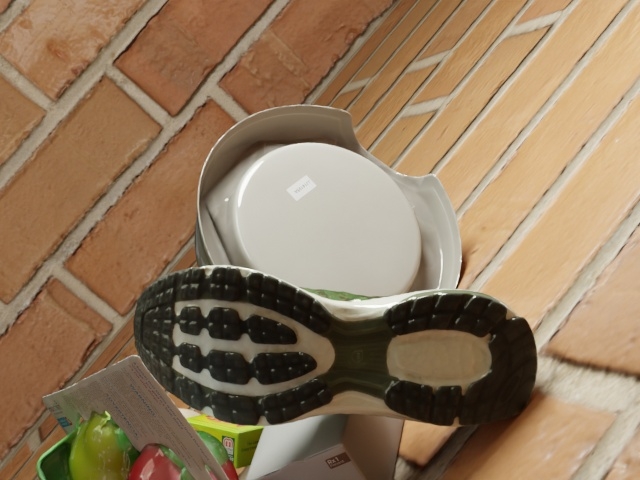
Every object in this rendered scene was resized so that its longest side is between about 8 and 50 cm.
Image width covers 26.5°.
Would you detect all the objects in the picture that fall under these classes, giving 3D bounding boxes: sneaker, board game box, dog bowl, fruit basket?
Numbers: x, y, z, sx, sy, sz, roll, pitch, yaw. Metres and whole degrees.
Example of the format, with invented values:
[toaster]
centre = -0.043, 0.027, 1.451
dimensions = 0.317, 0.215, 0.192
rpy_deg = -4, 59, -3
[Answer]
[sneaker]
centre = 0.014, 0.112, 1.389
dimensions = 0.182, 0.410, 0.158
rpy_deg = 12, -95, -81
[board game box]
centre = -0.072, 0.225, 1.602
dimensions = 0.092, 0.043, 0.181
rpy_deg = 7, 6, 37
[dog bowl]
centre = 0.000, 0.000, 1.717
dimensions = 0.349, 0.348, 0.102
rpy_deg = -57, 1, -36
[fruit basket]
centre = -0.144, 0.267, 1.409
dimensions = 0.165, 0.327, 0.353
rpy_deg = -39, 5, -34

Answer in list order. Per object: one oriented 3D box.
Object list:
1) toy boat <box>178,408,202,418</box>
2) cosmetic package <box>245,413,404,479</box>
[toy boat]
centre = -0.256, 0.360, 1.984
dimensions = 0.267, 0.148, 0.318
rpy_deg = -55, 20, -7
[cosmetic package]
centre = 0.013, 0.210, 1.482
dimensions = 0.127, 0.107, 0.238
rpy_deg = -25, 23, 23
